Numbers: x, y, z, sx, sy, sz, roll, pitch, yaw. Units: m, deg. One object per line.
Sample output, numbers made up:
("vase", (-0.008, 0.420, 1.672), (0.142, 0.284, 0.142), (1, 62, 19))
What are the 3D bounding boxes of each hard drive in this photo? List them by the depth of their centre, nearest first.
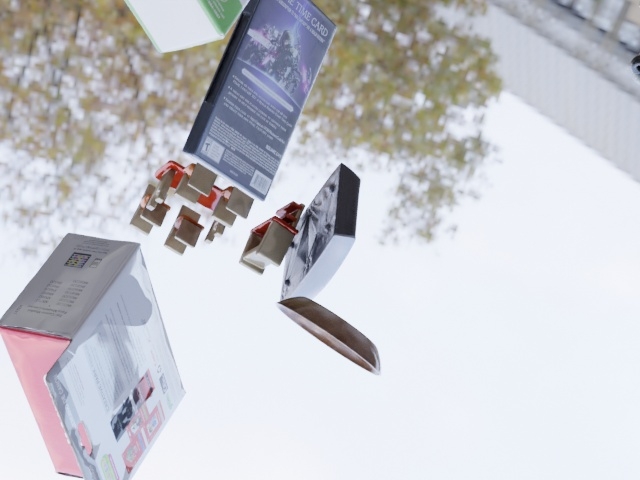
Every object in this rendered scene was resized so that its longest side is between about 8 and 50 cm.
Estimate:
("hard drive", (0.000, 0.000, 2.348), (0.054, 0.255, 0.172), (17, -127, -15))

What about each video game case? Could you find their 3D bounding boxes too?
("video game case", (-0.077, -0.209, 1.839), (0.026, 0.274, 0.196), (17, 172, 31))

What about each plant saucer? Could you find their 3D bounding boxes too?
("plant saucer", (0.020, 0.140, 2.092), (0.198, 0.198, 0.036), (31, -99, 19))

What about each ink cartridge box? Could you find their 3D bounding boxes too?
("ink cartridge box", (-0.127, -0.325, 1.398), (0.092, 0.160, 0.219), (-9, -143, 35))
("ink cartridge box", (-0.335, 0.195, 1.937), (0.130, 0.309, 0.272), (8, -138, 22))

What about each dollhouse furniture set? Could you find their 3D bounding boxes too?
("dollhouse furniture set", (-0.169, -0.061, 2.370), (0.259, 0.262, 0.135), (32, -118, -19))

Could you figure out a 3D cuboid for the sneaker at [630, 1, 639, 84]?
("sneaker", (0.467, -0.292, 1.867), (0.132, 0.229, 0.086), (-31, -168, -31))
